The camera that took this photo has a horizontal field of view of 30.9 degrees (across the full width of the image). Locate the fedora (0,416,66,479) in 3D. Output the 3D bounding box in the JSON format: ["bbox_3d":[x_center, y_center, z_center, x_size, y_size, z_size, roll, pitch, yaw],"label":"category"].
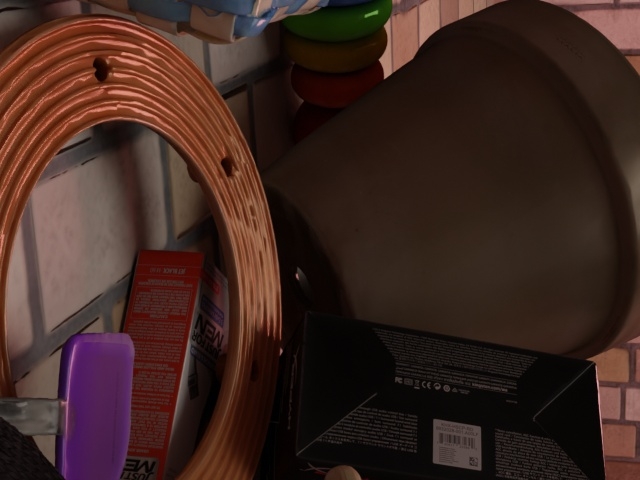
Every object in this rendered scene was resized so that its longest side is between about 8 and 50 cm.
[{"bbox_3d":[-0.152,0.139,0.350,0.334,0.334,0.152,75,-12,-46],"label":"fedora"}]

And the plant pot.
[{"bbox_3d":[0.096,-0.011,0.978,0.280,0.323,0.323,-23,123,-25],"label":"plant pot"}]

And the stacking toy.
[{"bbox_3d":[0.017,-0.209,1.066,0.141,0.141,0.330,-68,159,-52],"label":"stacking toy"}]

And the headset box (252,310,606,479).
[{"bbox_3d":[0.050,0.180,0.881,0.293,0.218,0.110,118,-20,-56],"label":"headset box"}]

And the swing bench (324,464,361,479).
[{"bbox_3d":[-0.027,0.290,0.525,0.165,0.253,0.254,44,19,-22],"label":"swing bench"}]

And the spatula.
[{"bbox_3d":[-0.160,0.077,0.502,0.296,0.030,0.084,13,77,-62],"label":"spatula"}]

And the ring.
[{"bbox_3d":[-0.114,0.041,0.664,0.336,0.032,0.336,8,81,-63],"label":"ring"}]

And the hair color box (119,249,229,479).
[{"bbox_3d":[-0.100,0.100,0.793,0.093,0.053,0.167,57,39,-64],"label":"hair color box"}]

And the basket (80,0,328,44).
[{"bbox_3d":[-0.046,-0.272,0.666,0.255,0.201,0.289,-48,147,-66],"label":"basket"}]
